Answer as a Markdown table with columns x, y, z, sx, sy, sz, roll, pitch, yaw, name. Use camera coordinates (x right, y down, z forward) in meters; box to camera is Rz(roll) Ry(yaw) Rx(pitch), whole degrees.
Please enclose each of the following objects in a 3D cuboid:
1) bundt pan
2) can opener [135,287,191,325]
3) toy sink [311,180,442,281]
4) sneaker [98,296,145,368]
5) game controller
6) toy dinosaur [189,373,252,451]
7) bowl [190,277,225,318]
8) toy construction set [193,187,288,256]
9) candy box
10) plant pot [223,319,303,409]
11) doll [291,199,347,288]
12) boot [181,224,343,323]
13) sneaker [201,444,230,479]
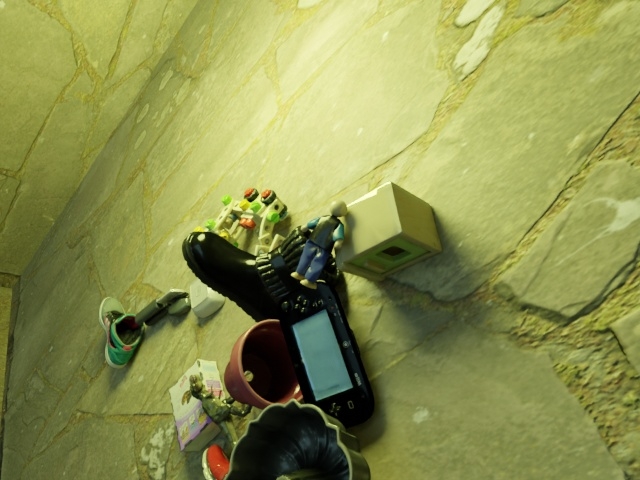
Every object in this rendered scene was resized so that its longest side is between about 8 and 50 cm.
| x | y | z | sx | sy | sz | roll | pitch | yaw | name |
| --- | --- | --- | --- | --- | --- | --- | --- | --- | --- |
| -0.034 | 0.487 | 0.927 | 0.330 | 0.124 | 0.331 | -21 | 54 | 33 | bundt pan |
| -0.554 | 0.241 | 1.676 | 0.280 | 0.074 | 0.093 | -30 | 56 | 35 | can opener |
| 0.113 | 0.002 | 1.036 | 0.234 | 0.152 | 0.131 | -28 | 56 | 34 | toy sink |
| -0.751 | 0.308 | 1.809 | 0.178 | 0.123 | 0.295 | -44 | 55 | 31 | sneaker |
| 0.008 | 0.251 | 1.061 | 0.166 | 0.067 | 0.319 | -33 | 69 | 35 | game controller |
| -0.242 | 0.441 | 1.256 | 0.118 | 0.064 | 0.268 | -34 | 54 | -17 | toy dinosaur |
| -0.367 | 0.165 | 1.533 | 0.142 | 0.053 | 0.142 | -36 | 53 | 31 | bowl |
| -0.208 | -0.041 | 1.380 | 0.327 | 0.151 | 0.215 | 23 | 66 | 40 | toy construction set |
| -0.348 | 0.470 | 1.378 | 0.165 | 0.070 | 0.196 | -47 | 47 | 22 | candy box |
| -0.139 | 0.313 | 1.155 | 0.180 | 0.201 | 0.201 | -41 | 47 | 48 | plant pot |
| 0.000 | 0.000 | 1.006 | 0.129 | 0.046 | 0.189 | 34 | 100 | 46 | doll |
| -0.141 | 0.043 | 1.184 | 0.260 | 0.348 | 0.131 | -42 | 15 | 31 | boot |
| -0.192 | 0.587 | 1.173 | 0.118 | 0.107 | 0.279 | -48 | 40 | -11 | sneaker |
